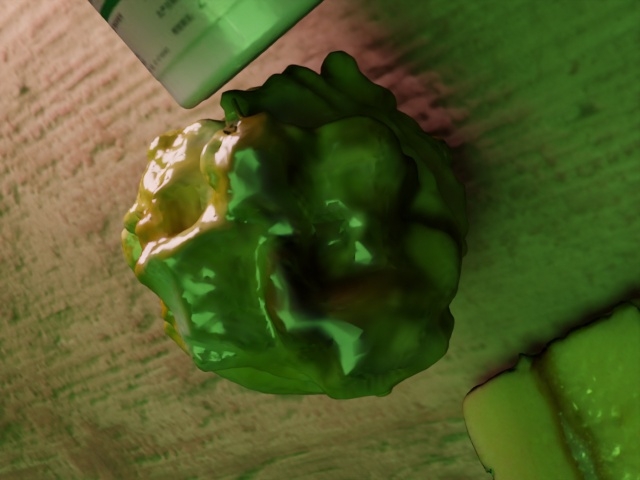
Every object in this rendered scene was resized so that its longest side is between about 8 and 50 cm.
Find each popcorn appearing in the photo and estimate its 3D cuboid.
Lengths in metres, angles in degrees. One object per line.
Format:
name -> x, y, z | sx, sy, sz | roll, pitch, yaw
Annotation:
popcorn -> -0.006, -0.010, 0.861 | 0.312, 0.312, 0.312 | 16, 129, 21

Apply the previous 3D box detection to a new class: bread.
bread -> 0.258, 0.209, 0.938 | 0.236, 0.198, 0.263 | 49, 132, 1

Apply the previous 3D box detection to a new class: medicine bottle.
medicine bottle -> -0.088, -0.256, 0.760 | 0.238, 0.238, 0.232 | -31, 103, 42
